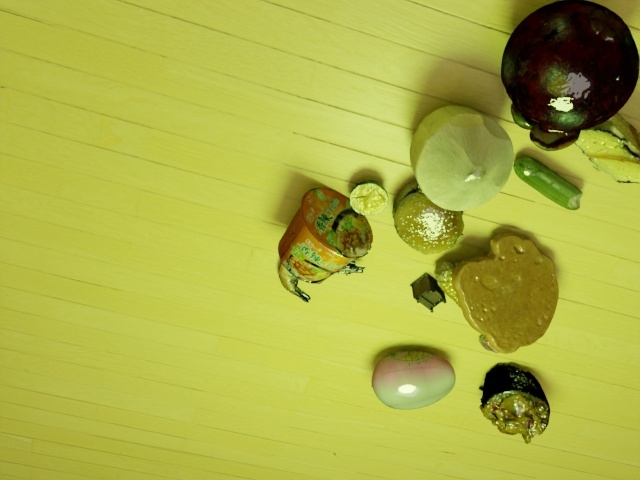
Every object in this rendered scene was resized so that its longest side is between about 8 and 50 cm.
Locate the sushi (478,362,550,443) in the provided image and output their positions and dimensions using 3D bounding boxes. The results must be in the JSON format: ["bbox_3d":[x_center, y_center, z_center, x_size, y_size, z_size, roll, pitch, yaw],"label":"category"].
[{"bbox_3d":[0.649,0.553,2.111,0.213,0.204,0.200,12,131,-1],"label":"sushi"}]

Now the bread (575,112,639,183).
[{"bbox_3d":[0.749,-0.235,1.566,0.266,0.141,0.178,36,161,-24],"label":"bread"}]

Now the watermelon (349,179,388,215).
[{"bbox_3d":[0.133,-0.122,1.697,0.106,0.062,0.105,5,127,7],"label":"watermelon"}]

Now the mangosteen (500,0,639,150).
[{"bbox_3d":[0.538,-0.368,1.370,0.311,0.311,0.311,1,127,1],"label":"mangosteen"}]

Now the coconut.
[{"bbox_3d":[0.339,-0.195,1.506,0.238,0.266,0.237,1,113,1],"label":"coconut"}]

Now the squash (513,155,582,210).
[{"bbox_3d":[0.608,-0.150,1.660,0.239,0.069,0.069,29,123,-18],"label":"squash"}]

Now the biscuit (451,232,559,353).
[{"bbox_3d":[0.537,0.142,1.796,0.351,0.057,0.312,40,81,-18],"label":"biscuit"}]

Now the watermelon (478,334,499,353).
[{"bbox_3d":[0.559,0.335,2.032,0.085,0.072,0.092,29,129,2],"label":"watermelon"}]

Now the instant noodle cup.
[{"bbox_3d":[0.000,0.000,1.706,0.230,0.230,0.182,28,131,-18],"label":"instant noodle cup"}]

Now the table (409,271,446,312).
[{"bbox_3d":[0.328,0.162,1.895,0.083,0.082,0.070,36,120,-22],"label":"table"}]

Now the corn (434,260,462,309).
[{"bbox_3d":[0.483,0.176,1.874,0.347,0.130,0.130,36,120,-21],"label":"corn"}]

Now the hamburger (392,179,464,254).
[{"bbox_3d":[0.291,-0.068,1.698,0.190,0.122,0.215,-19,122,15],"label":"hamburger"}]

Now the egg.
[{"bbox_3d":[0.304,0.457,2.055,0.271,0.196,0.196,2,128,-10],"label":"egg"}]

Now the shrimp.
[{"bbox_3d":[0.003,0.117,1.898,0.262,0.051,0.198,2,134,3],"label":"shrimp"}]
